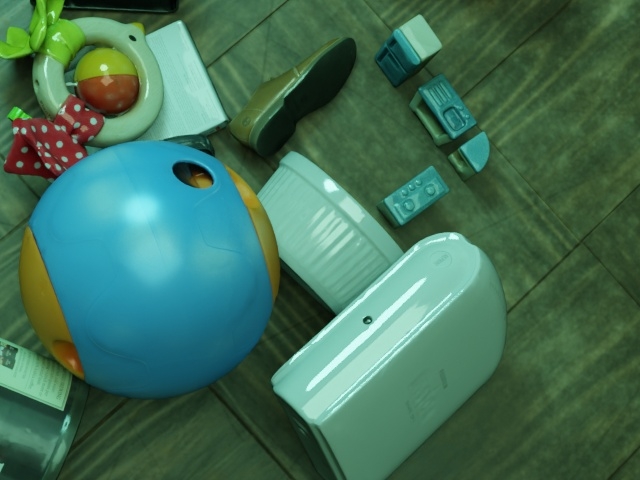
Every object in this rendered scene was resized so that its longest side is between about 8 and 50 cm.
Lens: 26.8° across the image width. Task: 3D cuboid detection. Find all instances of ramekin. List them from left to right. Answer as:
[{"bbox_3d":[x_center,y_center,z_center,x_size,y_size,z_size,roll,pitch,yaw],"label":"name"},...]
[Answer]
[{"bbox_3d":[0.000,0.000,1.640,0.207,0.207,0.109,45,85,-1],"label":"ramekin"}]

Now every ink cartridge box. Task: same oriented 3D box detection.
[{"bbox_3d":[-0.225,-0.177,1.714,0.179,0.045,0.145,-24,87,5],"label":"ink cartridge box"}]

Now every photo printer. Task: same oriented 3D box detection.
[{"bbox_3d":[0.100,0.146,1.612,0.307,0.256,0.107,-42,57,-15],"label":"photo printer"}]

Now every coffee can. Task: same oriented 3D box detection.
[{"bbox_3d":[-0.425,0.188,1.506,0.275,0.201,0.201,25,77,-15],"label":"coffee can"}]

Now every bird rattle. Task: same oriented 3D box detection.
[{"bbox_3d":[-0.282,-0.185,1.618,0.207,0.143,0.253,-8,72,-30],"label":"bird rattle"}]

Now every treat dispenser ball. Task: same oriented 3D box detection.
[{"bbox_3d":[-0.189,0.033,1.498,0.288,0.288,0.288,2,81,-10],"label":"treat dispenser ball"}]

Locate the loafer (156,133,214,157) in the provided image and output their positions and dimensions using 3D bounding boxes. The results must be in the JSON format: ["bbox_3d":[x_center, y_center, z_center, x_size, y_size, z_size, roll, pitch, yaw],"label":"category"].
[{"bbox_3d":[-0.226,-0.058,1.658,0.223,0.076,0.078,-28,47,-10],"label":"loafer"}]

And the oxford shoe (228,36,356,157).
[{"bbox_3d":[-0.036,-0.199,1.733,0.076,0.076,0.212,28,60,35],"label":"oxford shoe"}]

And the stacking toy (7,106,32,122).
[{"bbox_3d":[-0.470,-0.128,1.648,0.221,0.052,0.167,34,78,-6],"label":"stacking toy"}]

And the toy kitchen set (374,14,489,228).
[{"bbox_3d":[0.108,-0.147,1.720,0.166,0.122,0.207,-35,89,-14],"label":"toy kitchen set"}]

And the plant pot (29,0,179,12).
[{"bbox_3d":[-0.263,-0.404,1.669,0.188,0.187,0.167,2,69,-10],"label":"plant pot"}]
